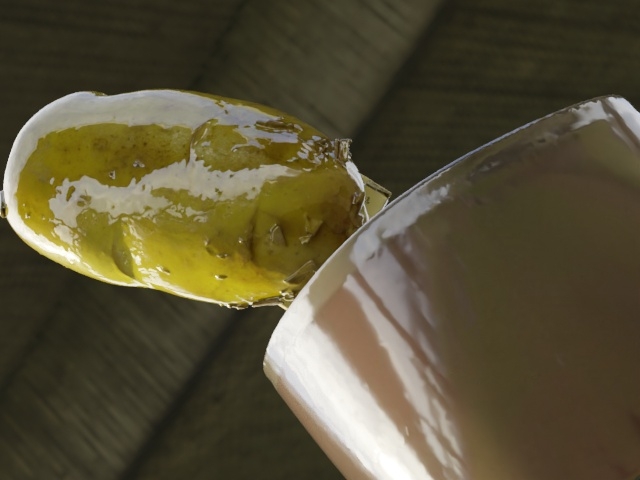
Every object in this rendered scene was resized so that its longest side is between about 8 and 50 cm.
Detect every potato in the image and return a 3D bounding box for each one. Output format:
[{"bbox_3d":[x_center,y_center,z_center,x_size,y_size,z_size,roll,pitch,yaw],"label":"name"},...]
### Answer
[{"bbox_3d":[-0.103,-0.039,1.386,0.140,0.300,0.173,74,-149,-51],"label":"potato"}]

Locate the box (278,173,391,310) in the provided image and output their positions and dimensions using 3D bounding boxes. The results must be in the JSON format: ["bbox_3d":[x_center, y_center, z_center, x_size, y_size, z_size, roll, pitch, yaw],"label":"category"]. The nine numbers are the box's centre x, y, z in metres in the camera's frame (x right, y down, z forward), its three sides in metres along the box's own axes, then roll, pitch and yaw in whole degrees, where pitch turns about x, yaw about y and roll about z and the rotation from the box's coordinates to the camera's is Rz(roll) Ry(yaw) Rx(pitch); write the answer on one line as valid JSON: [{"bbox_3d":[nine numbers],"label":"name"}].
[{"bbox_3d":[0.000,0.000,1.669,0.149,0.073,0.020,-58,-2,-1],"label":"box"}]

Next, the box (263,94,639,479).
[{"bbox_3d":[0.142,0.078,1.130,0.301,0.216,0.301,-34,-16,-11],"label":"box"}]
